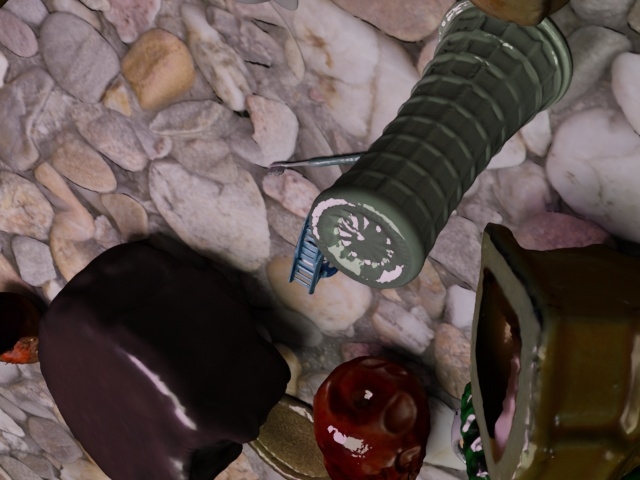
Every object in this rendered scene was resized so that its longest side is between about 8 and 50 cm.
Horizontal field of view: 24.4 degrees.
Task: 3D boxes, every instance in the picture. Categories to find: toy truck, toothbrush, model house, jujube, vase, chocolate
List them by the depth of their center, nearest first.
[{"bbox_3d":[0.108,-0.092,1.365,0.143,0.299,0.143,23,140,20],"label":"vase"},{"bbox_3d":[0.282,0.132,1.512,0.173,0.239,0.268,-141,55,-68],"label":"model house"},{"bbox_3d":[0.000,-0.088,1.700,0.167,0.014,0.011,-4,144,42],"label":"toothbrush"},{"bbox_3d":[0.000,0.000,1.745,0.063,0.074,0.136,29,142,13],"label":"toy truck"},{"bbox_3d":[0.066,0.251,1.897,0.155,0.155,0.230,24,146,18],"label":"jujube"},{"bbox_3d":[-0.480,0.149,2.269,0.124,0.127,0.133,22,158,5],"label":"chocolate"}]

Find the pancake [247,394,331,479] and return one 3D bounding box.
[{"bbox_3d":[-0.038,0.290,2.133,0.199,0.021,0.199,22,139,20],"label":"pancake"}]

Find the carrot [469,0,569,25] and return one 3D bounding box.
[{"bbox_3d":[0.193,-0.312,1.209,0.138,0.139,0.302,31,136,10],"label":"carrot"}]

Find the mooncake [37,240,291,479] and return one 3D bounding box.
[{"bbox_3d":[-0.217,0.182,2.006,0.350,0.212,0.381,46,146,-3],"label":"mooncake"}]

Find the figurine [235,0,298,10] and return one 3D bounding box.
[{"bbox_3d":[-0.058,-0.287,1.450,0.147,0.126,0.192,41,161,-20],"label":"figurine"}]

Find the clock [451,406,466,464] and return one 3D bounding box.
[{"bbox_3d":[0.226,0.270,1.839,0.176,0.080,0.117,44,144,-11],"label":"clock"}]

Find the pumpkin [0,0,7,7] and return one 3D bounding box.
[{"bbox_3d":[-0.447,-0.332,1.694,0.219,0.162,0.219,20,136,21],"label":"pumpkin"}]

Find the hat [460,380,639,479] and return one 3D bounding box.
[{"bbox_3d":[0.328,0.262,1.657,0.332,0.242,0.274,-6,96,3],"label":"hat"}]
